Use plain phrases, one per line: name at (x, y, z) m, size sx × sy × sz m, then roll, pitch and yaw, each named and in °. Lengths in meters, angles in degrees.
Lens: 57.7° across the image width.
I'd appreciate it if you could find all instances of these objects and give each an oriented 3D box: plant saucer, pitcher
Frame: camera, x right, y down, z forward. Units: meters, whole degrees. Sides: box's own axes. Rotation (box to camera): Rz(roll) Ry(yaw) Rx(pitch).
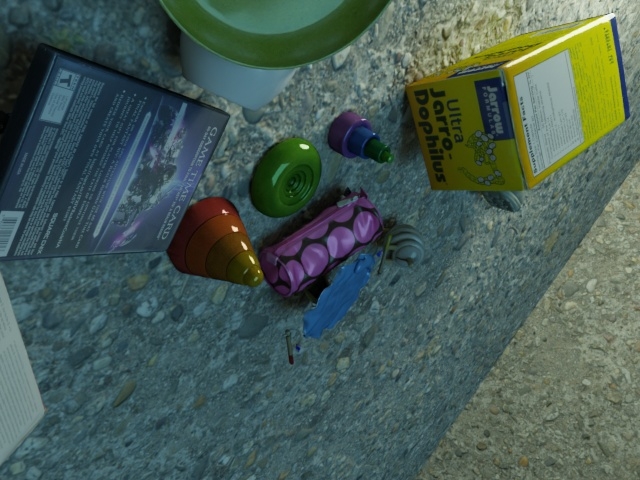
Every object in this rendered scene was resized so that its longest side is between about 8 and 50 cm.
plant saucer at (-0.033, -0.264, 0.484) m, size 0.241 × 0.037 × 0.241 m, roll -13°, pitch 133°, yaw -14°
pitcher at (-0.040, -0.235, 0.601) m, size 0.207 × 0.178 × 0.125 m, roll -64°, pitch 174°, yaw 11°

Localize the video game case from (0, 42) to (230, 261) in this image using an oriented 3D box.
video game case at (-0.211, -0.071, 0.604) m, size 0.196 × 0.026 × 0.274 m, roll -62°, pitch 163°, yaw 11°

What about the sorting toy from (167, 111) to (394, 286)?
sorting toy at (-0.032, -0.051, 0.820) m, size 0.365 × 0.126 × 0.127 m, roll -39°, pitch 144°, yaw -21°

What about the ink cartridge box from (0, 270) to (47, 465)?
ink cartridge box at (-0.380, 0.038, 0.414) m, size 0.130 × 0.272 × 0.309 m, roll -64°, pitch 165°, yaw -51°

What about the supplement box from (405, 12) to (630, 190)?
supplement box at (0.352, -0.240, 1.013) m, size 0.356 × 0.195 × 0.194 m, roll -30°, pitch 111°, yaw -32°

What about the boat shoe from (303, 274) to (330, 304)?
boat shoe at (-0.009, 0.075, 1.030) m, size 0.056 × 0.048 × 0.153 m, roll -43°, pitch 146°, yaw -17°

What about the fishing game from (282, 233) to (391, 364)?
fishing game at (0.026, 0.091, 0.999) m, size 0.264 × 0.041 × 0.189 m, roll -43°, pitch 157°, yaw -22°

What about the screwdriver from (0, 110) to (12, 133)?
screwdriver at (-0.266, -0.121, 0.557) m, size 0.170 × 0.024 × 0.025 m, roll -25°, pitch 107°, yaw -41°

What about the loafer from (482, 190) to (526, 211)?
loafer at (0.394, -0.168, 1.280) m, size 0.111 × 0.112 × 0.319 m, roll -65°, pitch 150°, yaw -7°

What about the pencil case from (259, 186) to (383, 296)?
pencil case at (0.000, 0.000, 0.937) m, size 0.209 × 0.095 × 0.098 m, roll -36°, pitch 152°, yaw -23°

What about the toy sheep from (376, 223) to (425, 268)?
toy sheep at (0.160, 0.013, 1.130) m, size 0.091 × 0.132 × 0.091 m, roll -3°, pitch 128°, yaw -3°
